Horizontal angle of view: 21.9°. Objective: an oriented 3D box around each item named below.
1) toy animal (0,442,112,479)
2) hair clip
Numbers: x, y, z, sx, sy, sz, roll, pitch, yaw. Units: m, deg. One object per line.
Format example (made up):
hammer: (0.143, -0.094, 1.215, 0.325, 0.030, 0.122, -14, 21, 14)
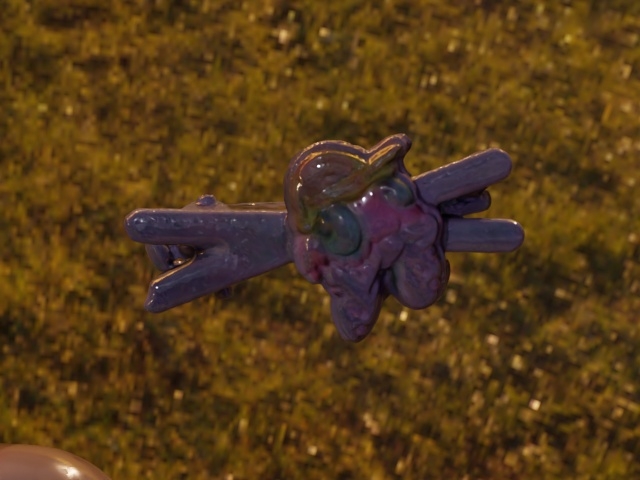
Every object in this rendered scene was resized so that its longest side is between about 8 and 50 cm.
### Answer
toy animal: (-0.212, 0.168, 0.728, 0.326, 0.237, 0.269, 3, 31, 6)
hair clip: (-0.008, 0.003, 1.097, 0.278, 0.137, 0.090, -7, 9, 22)
